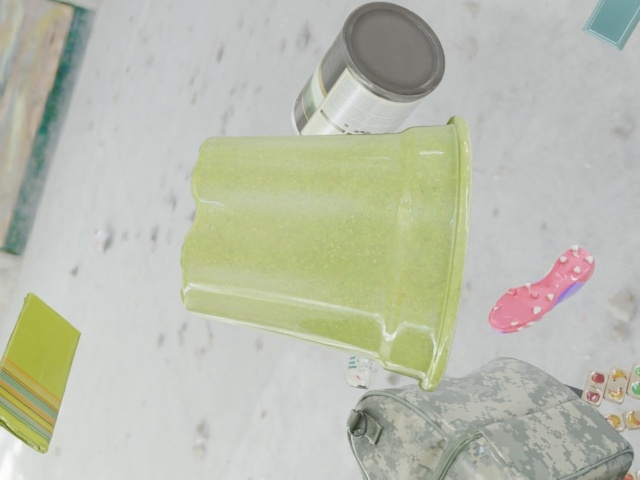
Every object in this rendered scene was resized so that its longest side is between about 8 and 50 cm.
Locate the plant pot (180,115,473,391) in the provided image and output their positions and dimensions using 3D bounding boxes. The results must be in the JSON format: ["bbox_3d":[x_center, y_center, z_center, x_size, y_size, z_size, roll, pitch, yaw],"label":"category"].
[{"bbox_3d":[0.000,0.000,0.919,0.276,0.254,0.276,-174,90,-89],"label":"plant pot"}]

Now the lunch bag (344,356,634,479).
[{"bbox_3d":[0.211,0.275,1.194,0.256,0.305,0.212,48,128,36],"label":"lunch bag"}]

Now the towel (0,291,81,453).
[{"bbox_3d":[-0.373,0.168,1.205,0.021,0.102,0.237,-33,28,16],"label":"towel"}]

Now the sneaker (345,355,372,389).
[{"bbox_3d":[0.094,0.285,2.173,0.161,0.057,0.075,-87,7,-68],"label":"sneaker"}]

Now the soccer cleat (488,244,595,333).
[{"bbox_3d":[0.416,0.106,1.723,0.083,0.248,0.095,42,161,34],"label":"soccer cleat"}]

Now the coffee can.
[{"bbox_3d":[0.083,-0.287,1.748,0.275,0.201,0.201,133,141,-58],"label":"coffee can"}]

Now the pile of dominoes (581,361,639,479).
[{"bbox_3d":[0.504,0.252,1.326,0.040,0.251,0.196,73,-169,-54],"label":"pile of dominoes"}]

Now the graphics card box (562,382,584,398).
[{"bbox_3d":[0.460,0.403,1.878,0.094,0.371,0.232,-18,66,33],"label":"graphics card box"}]

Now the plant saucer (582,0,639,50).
[{"bbox_3d":[0.453,-0.372,1.328,0.018,0.067,0.192,-35,-26,-59],"label":"plant saucer"}]
